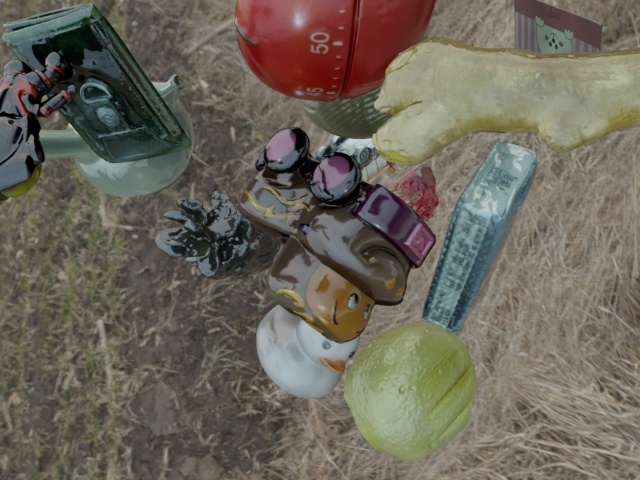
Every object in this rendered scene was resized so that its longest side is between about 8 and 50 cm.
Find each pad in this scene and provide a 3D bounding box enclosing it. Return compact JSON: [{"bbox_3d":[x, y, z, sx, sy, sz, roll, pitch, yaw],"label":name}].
[{"bbox_3d":[0.524,-0.431,1.397,0.005,0.202,0.300,-22,39,-9],"label":"pad"}]

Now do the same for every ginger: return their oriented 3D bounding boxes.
[{"bbox_3d":[0.184,-0.118,0.469,0.298,0.065,0.118,-2,69,22],"label":"ginger"}]

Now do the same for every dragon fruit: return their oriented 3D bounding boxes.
[{"bbox_3d":[0.310,-0.154,2.047,0.163,0.261,0.189,34,133,27],"label":"dragon fruit"}]

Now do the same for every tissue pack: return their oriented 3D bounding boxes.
[{"bbox_3d":[0.302,-0.002,1.189,0.103,0.316,0.228,24,46,16],"label":"tissue pack"}]

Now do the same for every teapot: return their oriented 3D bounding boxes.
[{"bbox_3d":[-0.353,-0.145,1.019,0.318,0.220,0.149,-26,45,-24],"label":"teapot"}]

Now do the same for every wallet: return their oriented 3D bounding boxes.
[{"bbox_3d":[-0.299,-0.202,0.845,0.160,0.236,0.055,-4,52,23],"label":"wallet"}]

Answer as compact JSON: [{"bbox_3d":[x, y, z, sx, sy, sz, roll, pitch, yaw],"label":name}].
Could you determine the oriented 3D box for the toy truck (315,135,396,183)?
[{"bbox_3d":[0.093,-0.188,1.441,0.270,0.135,0.114,-40,48,-22],"label":"toy truck"}]

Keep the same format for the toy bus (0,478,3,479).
[{"bbox_3d":[-0.567,0.388,0.957,0.112,0.274,0.090,-19,34,56],"label":"toy bus"}]

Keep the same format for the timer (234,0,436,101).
[{"bbox_3d":[0.014,-0.382,0.843,0.278,0.378,0.378,-1,65,-7],"label":"timer"}]

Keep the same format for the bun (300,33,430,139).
[{"bbox_3d":[0.072,-0.337,1.188,0.281,0.281,0.205,-39,50,15],"label":"bun"}]

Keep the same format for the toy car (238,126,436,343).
[{"bbox_3d":[0.000,0.000,0.986,0.340,0.271,0.240,31,84,40],"label":"toy car"}]

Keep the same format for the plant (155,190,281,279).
[{"bbox_3d":[-0.238,-0.015,1.501,0.199,0.276,0.189,41,114,38],"label":"plant"}]

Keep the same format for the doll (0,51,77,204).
[{"bbox_3d":[-0.358,-0.120,0.710,0.127,0.088,0.249,-27,43,30],"label":"doll"}]

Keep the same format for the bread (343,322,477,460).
[{"bbox_3d":[0.221,0.348,1.453,0.237,0.320,0.321,-31,51,54],"label":"bread"}]

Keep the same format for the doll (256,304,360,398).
[{"bbox_3d":[-0.016,0.205,1.311,0.221,0.221,0.251,-45,35,11],"label":"doll"}]
